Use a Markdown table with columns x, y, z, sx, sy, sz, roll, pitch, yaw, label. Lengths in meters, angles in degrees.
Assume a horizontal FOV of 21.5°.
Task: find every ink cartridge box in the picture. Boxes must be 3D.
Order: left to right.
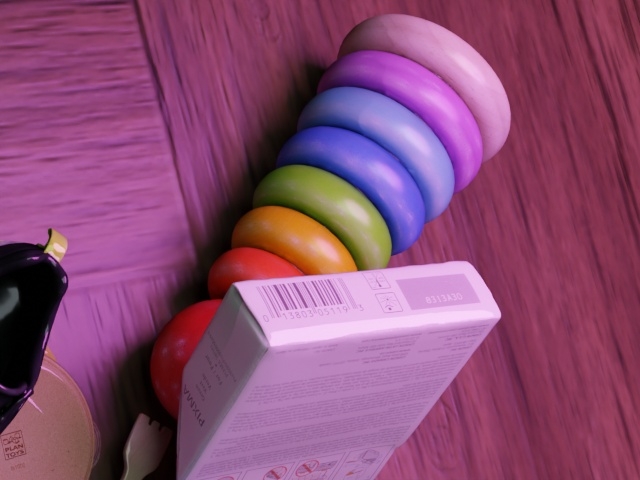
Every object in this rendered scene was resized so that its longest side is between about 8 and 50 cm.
| x | y | z | sx | sy | sz | roll | pitch | yaw | label |
| --- | --- | --- | --- | --- | --- | --- | --- | --- | --- |
| -0.012 | 0.106 | 1.080 | 0.181 | 0.225 | 0.056 | -5 | 54 | -35 | ink cartridge box |

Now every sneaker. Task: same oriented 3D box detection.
| x | y | z | sx | sy | sz | roll | pitch | yaw | label |
| --- | --- | --- | --- | --- | --- | --- | --- | --- | --- |
| -0.215 | 0.089 | 0.951 | 0.084 | 0.097 | 0.235 | 35 | 66 | -26 | sneaker |

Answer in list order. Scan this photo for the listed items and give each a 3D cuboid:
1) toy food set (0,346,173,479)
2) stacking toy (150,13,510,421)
| x | y | z | sx | sy | sz | roll | pitch | yaw | label |
| --- | --- | --- | --- | --- | --- | --- | --- | --- | --- |
| -0.196 | 0.123 | 1.046 | 0.192 | 0.038 | 0.132 | 37 | 65 | -26 | toy food set |
| 0.000 | 0.000 | 1.167 | 0.141 | 0.141 | 0.330 | 43 | 62 | -16 | stacking toy |
